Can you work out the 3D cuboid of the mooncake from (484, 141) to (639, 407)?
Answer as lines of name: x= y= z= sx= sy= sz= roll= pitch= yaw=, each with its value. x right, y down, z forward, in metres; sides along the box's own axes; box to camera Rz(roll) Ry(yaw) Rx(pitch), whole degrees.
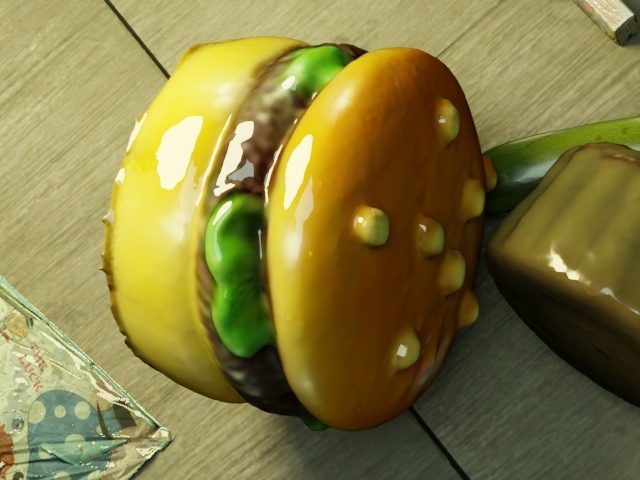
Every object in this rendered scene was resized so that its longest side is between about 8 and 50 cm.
mooncake: x=0.305 y=0.043 z=1.350 sx=0.290 sy=0.290 sz=0.161 roll=37 pitch=80 yaw=17

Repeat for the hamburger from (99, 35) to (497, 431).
hamburger: x=0.000 y=0.000 z=1.370 sx=0.277 sy=0.395 sz=0.396 roll=10 pitch=82 yaw=29

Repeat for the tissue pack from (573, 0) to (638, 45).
tissue pack: x=0.302 y=-0.253 z=1.519 sx=0.035 sy=0.063 sz=0.083 roll=-43 pitch=71 yaw=7

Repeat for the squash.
squash: x=0.308 y=-0.083 z=1.476 sx=0.331 sy=0.087 sz=0.087 roll=-7 pitch=78 yaw=13

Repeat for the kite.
kite: x=-0.343 y=0.237 z=1.614 sx=0.368 sy=0.014 sz=0.406 roll=-5 pitch=79 yaw=13
